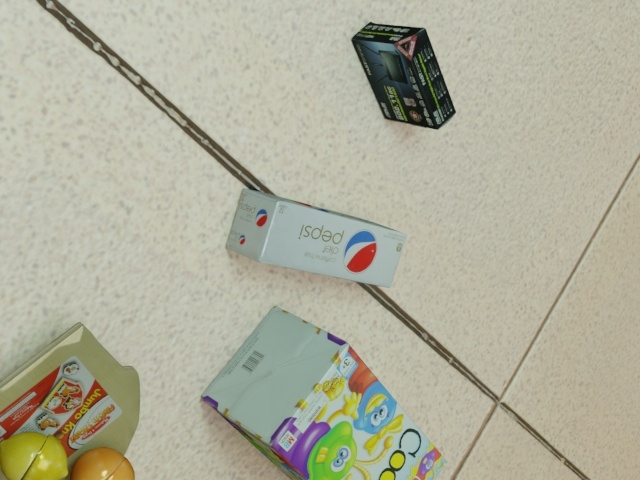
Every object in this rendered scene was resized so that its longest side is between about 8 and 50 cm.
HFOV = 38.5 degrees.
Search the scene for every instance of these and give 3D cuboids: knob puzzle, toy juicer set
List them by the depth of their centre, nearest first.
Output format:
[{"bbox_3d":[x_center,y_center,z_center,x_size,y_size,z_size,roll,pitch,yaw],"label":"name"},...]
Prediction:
[{"bbox_3d":[-0.314,0.287,0.865,0.329,0.089,0.209,1,115,-39],"label":"toy juicer set"},{"bbox_3d":[-0.268,0.190,0.930,0.213,0.030,0.213,-21,127,-30],"label":"knob puzzle"}]

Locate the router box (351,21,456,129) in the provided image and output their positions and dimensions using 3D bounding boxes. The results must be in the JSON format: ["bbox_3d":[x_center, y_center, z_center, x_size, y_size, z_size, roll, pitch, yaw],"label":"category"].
[{"bbox_3d":[0.098,-0.194,1.078,0.038,0.092,0.122,-43,127,-22],"label":"router box"}]

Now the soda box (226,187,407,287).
[{"bbox_3d":[0.000,0.000,1.075,0.216,0.069,0.073,13,96,-42],"label":"soda box"}]

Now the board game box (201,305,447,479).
[{"bbox_3d":[0.012,0.231,1.112,0.144,0.142,0.275,-51,130,-16],"label":"board game box"}]
